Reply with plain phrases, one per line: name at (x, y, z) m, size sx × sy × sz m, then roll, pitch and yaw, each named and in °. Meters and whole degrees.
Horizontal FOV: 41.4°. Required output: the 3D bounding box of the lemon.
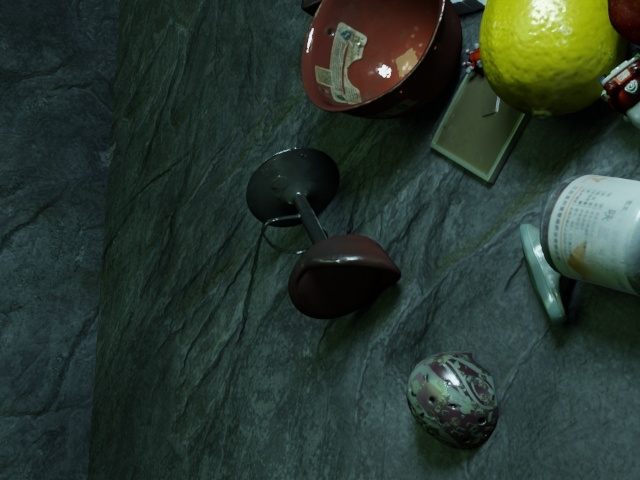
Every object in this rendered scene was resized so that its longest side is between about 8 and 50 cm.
lemon at (0.385, -0.349, 1.402) m, size 0.245 × 0.245 × 0.320 m, roll -7°, pitch 67°, yaw 53°

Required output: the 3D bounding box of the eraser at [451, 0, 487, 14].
eraser at (0.271, -0.529, 1.807) m, size 0.225 × 0.052 × 0.095 m, roll 5°, pitch 77°, yaw 54°

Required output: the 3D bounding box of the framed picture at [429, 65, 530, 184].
framed picture at (0.335, -0.275, 1.630) m, size 0.211 × 0.020 × 0.289 m, roll 43°, pitch 110°, yaw 53°

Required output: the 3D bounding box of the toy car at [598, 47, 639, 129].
toy car at (0.497, -0.219, 1.292) m, size 0.112 × 0.139 × 0.112 m, roll -39°, pitch 64°, yaw 31°

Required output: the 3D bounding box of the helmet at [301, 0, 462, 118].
helmet at (0.163, -0.389, 1.736) m, size 0.385 × 0.230 × 0.337 m, roll -16°, pitch 63°, yaw 41°

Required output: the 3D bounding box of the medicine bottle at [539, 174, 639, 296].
medicine bottle at (0.461, -0.001, 1.201) m, size 0.273 × 0.165 × 0.165 m, roll 18°, pitch 90°, yaw 57°

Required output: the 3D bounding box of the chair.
chair at (0.000, 0.000, 1.789) m, size 0.226 × 0.226 × 0.401 m, roll -54°, pitch 38°, yaw 23°

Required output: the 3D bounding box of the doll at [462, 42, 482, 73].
doll at (0.315, -0.357, 1.648) m, size 0.057 × 0.039 × 0.114 m, roll -46°, pitch 20°, yaw -14°

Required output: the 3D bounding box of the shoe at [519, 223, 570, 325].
shoe at (0.382, 0.050, 1.386) m, size 0.078 × 0.079 × 0.195 m, roll -14°, pitch 48°, yaw 11°

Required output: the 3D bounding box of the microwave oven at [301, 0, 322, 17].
microwave oven at (0.079, -0.636, 2.008) m, size 0.188 × 0.178 × 0.247 m, roll -10°, pitch 67°, yaw 52°

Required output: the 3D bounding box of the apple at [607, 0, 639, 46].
apple at (0.550, -0.374, 1.152) m, size 0.288 × 0.288 × 0.317 m, roll -71°, pitch 19°, yaw 0°

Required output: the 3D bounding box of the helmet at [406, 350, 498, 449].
helmet at (0.214, 0.269, 1.469) m, size 0.153 × 0.107 × 0.177 m, roll -56°, pitch 37°, yaw 17°
